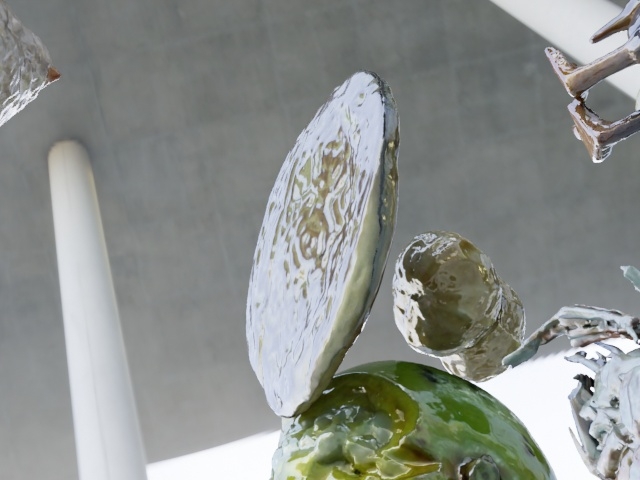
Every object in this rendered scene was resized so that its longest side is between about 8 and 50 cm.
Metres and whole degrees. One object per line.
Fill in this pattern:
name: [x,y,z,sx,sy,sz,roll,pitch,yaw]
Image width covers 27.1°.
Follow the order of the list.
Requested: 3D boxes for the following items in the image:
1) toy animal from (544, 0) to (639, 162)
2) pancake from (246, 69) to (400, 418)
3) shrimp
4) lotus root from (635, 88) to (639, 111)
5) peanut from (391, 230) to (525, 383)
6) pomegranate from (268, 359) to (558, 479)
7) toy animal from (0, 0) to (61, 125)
toy animal: [0.284,-0.149,1.059,0.185,0.298,0.122,-28,-75,1]
pancake: [-0.001,0.000,0.924,0.031,0.250,0.250,16,-72,-18]
shrimp: [0.112,0.056,0.425,0.073,0.190,0.075,31,-82,-11]
lotus root: [0.427,-0.172,1.526,0.183,0.090,0.077,-24,-68,-44]
peanut: [0.107,0.057,1.015,0.089,0.089,0.193,-39,-34,5]
pomegranate: [0.029,0.218,0.952,0.236,0.236,0.302,37,-47,-25]
toy animal: [-0.391,-0.154,1.142,0.358,0.188,0.226,-10,-24,-32]
